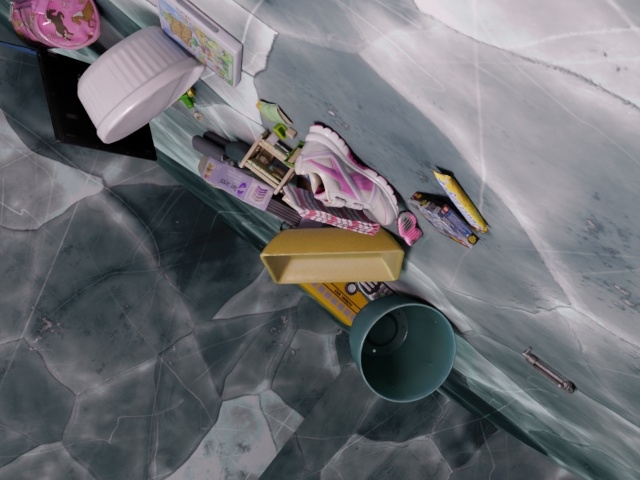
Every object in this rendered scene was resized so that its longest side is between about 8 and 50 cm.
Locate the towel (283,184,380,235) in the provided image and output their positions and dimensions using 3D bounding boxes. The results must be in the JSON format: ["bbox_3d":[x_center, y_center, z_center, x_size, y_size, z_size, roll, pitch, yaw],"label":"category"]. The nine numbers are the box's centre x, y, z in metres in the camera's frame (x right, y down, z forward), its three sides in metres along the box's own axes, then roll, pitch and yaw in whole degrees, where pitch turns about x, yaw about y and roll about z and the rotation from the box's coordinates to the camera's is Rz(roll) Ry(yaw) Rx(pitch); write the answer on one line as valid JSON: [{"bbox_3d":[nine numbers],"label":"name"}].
[{"bbox_3d":[0.022,-0.071,1.719,0.197,0.029,0.144,14,-161,-25],"label":"towel"}]

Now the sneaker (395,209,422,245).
[{"bbox_3d":[0.171,-0.034,1.622,0.057,0.047,0.119,47,175,30],"label":"sneaker"}]

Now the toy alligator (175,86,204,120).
[{"bbox_3d":[-0.339,-0.368,1.946,0.189,0.056,0.051,52,-154,-59],"label":"toy alligator"}]

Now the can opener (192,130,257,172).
[{"bbox_3d":[-0.256,-0.257,2.156,0.283,0.076,0.095,31,136,41],"label":"can opener"}]

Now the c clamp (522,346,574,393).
[{"bbox_3d":[0.553,0.321,1.906,0.161,0.022,0.137,38,170,9],"label":"c clamp"}]

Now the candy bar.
[{"bbox_3d":[0.232,-0.065,1.297,0.040,0.018,0.161,28,165,50],"label":"candy bar"}]

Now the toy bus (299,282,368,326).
[{"bbox_3d":[0.023,0.155,2.798,0.333,0.130,0.108,42,170,-19],"label":"toy bus"}]

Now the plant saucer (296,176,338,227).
[{"bbox_3d":[0.008,-0.085,2.005,0.199,0.036,0.198,38,170,8],"label":"plant saucer"}]

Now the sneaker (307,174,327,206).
[{"bbox_3d":[0.009,-0.121,1.684,0.080,0.081,0.211,40,172,-18],"label":"sneaker"}]

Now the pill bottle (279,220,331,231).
[{"bbox_3d":[0.000,0.000,2.172,0.219,0.122,0.123,37,171,6],"label":"pill bottle"}]

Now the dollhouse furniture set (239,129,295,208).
[{"bbox_3d":[-0.071,-0.168,1.849,0.182,0.101,0.161,38,-165,3],"label":"dollhouse furniture set"}]

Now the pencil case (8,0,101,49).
[{"bbox_3d":[-0.675,-0.561,1.979,0.386,0.167,0.160,24,131,57],"label":"pencil case"}]

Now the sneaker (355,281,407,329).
[{"bbox_3d":[0.188,0.178,2.475,0.228,0.086,0.132,52,172,-16],"label":"sneaker"}]

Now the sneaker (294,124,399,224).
[{"bbox_3d":[0.044,-0.106,1.528,0.252,0.111,0.103,41,170,-16],"label":"sneaker"}]

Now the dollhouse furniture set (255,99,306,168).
[{"bbox_3d":[-0.088,-0.222,1.640,0.076,0.058,0.151,28,166,48],"label":"dollhouse furniture set"}]

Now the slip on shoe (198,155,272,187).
[{"bbox_3d":[-0.233,-0.179,2.249,0.331,0.123,0.101,25,168,38],"label":"slip on shoe"}]

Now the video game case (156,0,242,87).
[{"bbox_3d":[-0.232,-0.389,1.501,0.193,0.023,0.212,39,171,-1],"label":"video game case"}]

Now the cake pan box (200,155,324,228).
[{"bbox_3d":[-0.141,-0.111,1.962,0.246,0.070,0.267,24,-177,-38],"label":"cake pan box"}]

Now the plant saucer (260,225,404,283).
[{"bbox_3d":[0.034,0.035,1.947,0.333,0.080,0.332,-2,165,3],"label":"plant saucer"}]

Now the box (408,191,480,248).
[{"bbox_3d":[0.217,-0.038,1.393,0.094,0.027,0.137,43,179,-20],"label":"box"}]

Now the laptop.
[{"bbox_3d":[-0.706,-0.395,2.195,0.382,0.236,0.407,4,-112,-62],"label":"laptop"}]

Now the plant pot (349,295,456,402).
[{"bbox_3d":[0.216,0.293,2.308,0.293,0.293,0.235,42,178,-20],"label":"plant pot"}]

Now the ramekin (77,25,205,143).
[{"bbox_3d":[-0.386,-0.336,1.654,0.127,0.273,0.273,52,169,-5],"label":"ramekin"}]
